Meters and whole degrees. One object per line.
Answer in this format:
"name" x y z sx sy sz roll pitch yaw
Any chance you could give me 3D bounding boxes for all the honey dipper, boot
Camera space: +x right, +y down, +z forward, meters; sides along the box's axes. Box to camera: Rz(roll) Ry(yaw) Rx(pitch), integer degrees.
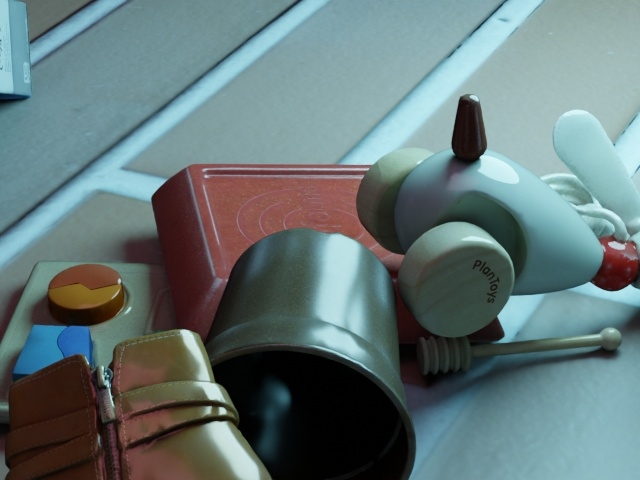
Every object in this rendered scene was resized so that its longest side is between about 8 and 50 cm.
"honey dipper" 0.155 0.084 1.325 0.161 0.030 0.030 -3 31 -8
"boot" -0.166 0.178 1.013 0.283 0.109 0.220 -19 62 -1

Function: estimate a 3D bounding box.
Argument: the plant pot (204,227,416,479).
"plant pot" -0.013 0.086 1.186 0.167 0.167 0.165 1 36 6

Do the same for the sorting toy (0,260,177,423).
"sorting toy" -0.102 0.074 1.347 0.307 0.041 0.229 2 31 8

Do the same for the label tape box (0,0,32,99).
"label tape box" -0.429 -0.184 1.617 0.241 0.106 0.334 -1 4 4

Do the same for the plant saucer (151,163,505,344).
"plant saucer" 0.000 0.000 1.418 0.259 0.047 0.258 -1 28 -11

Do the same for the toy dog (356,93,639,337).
"toy dog" 0.186 -0.035 1.314 0.334 0.161 0.220 -12 38 -40
